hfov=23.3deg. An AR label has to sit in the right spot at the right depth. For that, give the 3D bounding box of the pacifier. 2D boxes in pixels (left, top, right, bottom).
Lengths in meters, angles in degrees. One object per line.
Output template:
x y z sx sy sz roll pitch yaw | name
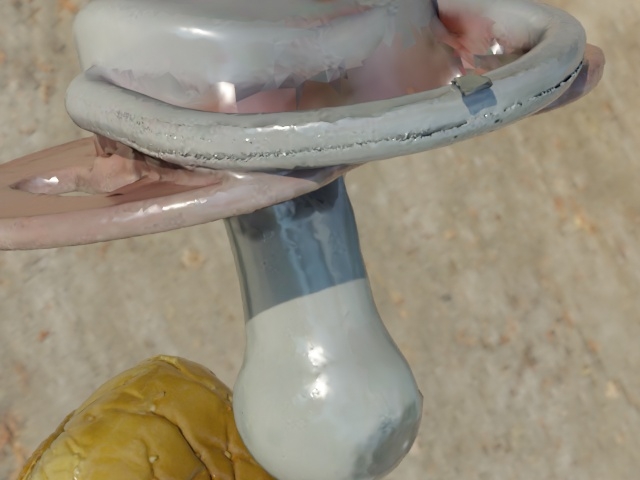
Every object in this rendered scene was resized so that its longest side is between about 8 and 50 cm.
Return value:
-0.015 -0.030 0.731 0.332 0.273 0.220 -20 51 -32 | pacifier

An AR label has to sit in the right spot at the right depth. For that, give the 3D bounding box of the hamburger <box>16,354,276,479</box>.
-0.128 0.265 1.371 0.318 0.158 0.319 31 41 -32 | hamburger
